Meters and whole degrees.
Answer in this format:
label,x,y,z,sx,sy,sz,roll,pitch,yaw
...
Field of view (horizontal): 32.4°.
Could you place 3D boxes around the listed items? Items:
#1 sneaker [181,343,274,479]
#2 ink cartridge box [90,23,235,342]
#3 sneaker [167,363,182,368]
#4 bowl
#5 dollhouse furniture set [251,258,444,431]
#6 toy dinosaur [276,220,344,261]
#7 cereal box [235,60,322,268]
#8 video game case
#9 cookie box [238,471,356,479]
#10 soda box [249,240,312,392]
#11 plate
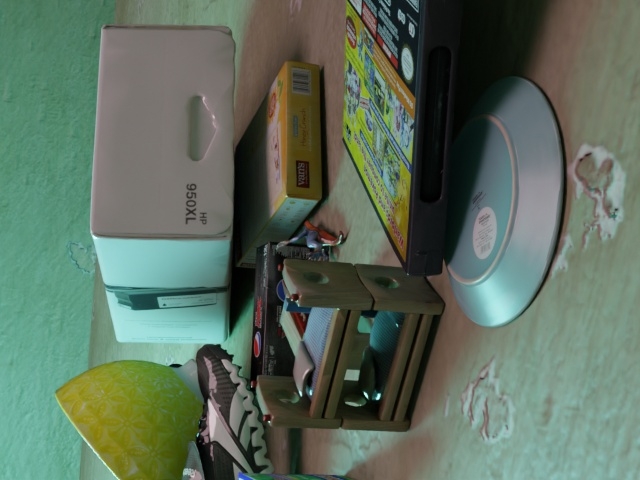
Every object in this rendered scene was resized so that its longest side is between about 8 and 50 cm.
label,x,y,z,sx,sy,sz,roll,pitch,yaw
sneaker,-0.111,0.230,1.213,0.078,0.106,0.234,131,121,-67
ink cartridge box,-0.197,-0.058,1.435,0.395,0.166,0.286,105,164,-66
sneaker,-0.227,0.251,1.698,0.228,0.086,0.132,141,134,-66
bowl,-0.182,0.244,1.397,0.156,0.289,0.289,-42,18,-8
dollhouse furniture set,0.005,0.064,0.981,0.184,0.129,0.129,-120,39,-60
toy dinosaur,0.000,0.000,1.189,0.090,0.047,0.082,-34,34,24
cereal box,-0.055,-0.084,1.326,0.240,0.047,0.173,132,140,-63
video game case,0.061,-0.144,0.909,0.275,0.035,0.248,-110,18,-60
cookie box,-0.015,0.242,1.027,0.092,0.107,0.040,166,109,-70
soda box,-0.045,0.088,1.240,0.060,0.053,0.169,158,116,-71
plate,0.123,-0.030,0.819,0.188,0.024,0.188,-174,90,-71
